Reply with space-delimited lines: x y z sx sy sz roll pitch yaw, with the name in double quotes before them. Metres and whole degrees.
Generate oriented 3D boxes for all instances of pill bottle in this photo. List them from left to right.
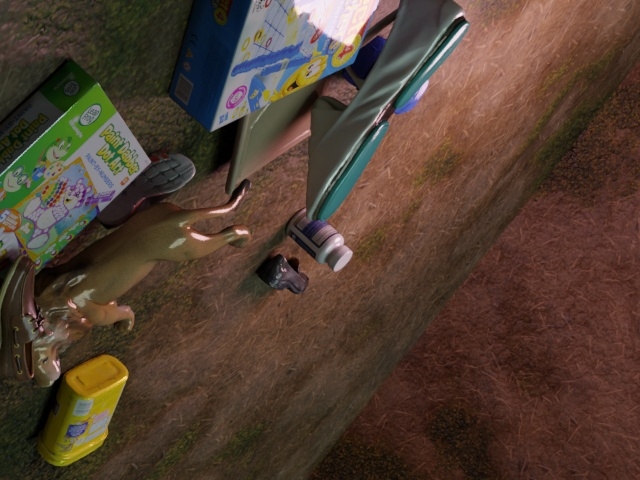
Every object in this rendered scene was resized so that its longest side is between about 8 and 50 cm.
"pill bottle" 0.000 0.000 2.385 0.067 0.120 0.067 -41 161 -18

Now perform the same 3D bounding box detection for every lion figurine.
"lion figurine" -0.273 0.035 1.779 0.392 0.142 0.240 -44 165 8

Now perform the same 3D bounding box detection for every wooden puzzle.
"wooden puzzle" -0.062 -0.202 1.976 0.239 0.044 0.221 -42 161 -35

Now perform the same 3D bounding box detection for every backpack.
"backpack" 0.104 -0.261 2.094 0.098 0.120 0.101 -54 161 21

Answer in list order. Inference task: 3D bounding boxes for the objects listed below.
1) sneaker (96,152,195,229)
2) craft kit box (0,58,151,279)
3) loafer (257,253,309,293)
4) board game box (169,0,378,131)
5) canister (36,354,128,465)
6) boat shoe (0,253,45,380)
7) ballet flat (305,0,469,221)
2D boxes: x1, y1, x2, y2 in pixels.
"sneaker" -0.248 -0.068 1.815 0.158 0.061 0.065 -30 167 -18
"craft kit box" -0.340 -0.073 1.592 0.246 0.061 0.250 -48 162 -8
"loafer" -0.057 0.062 2.483 0.061 0.062 0.170 -56 162 8
"board game box" -0.034 -0.326 1.709 0.302 0.086 0.308 -31 155 -40
"canister" -0.393 0.280 2.150 0.126 0.073 0.170 -26 150 -48
"boat shoe" -0.375 0.099 1.631 0.064 0.060 0.178 -67 174 -63
"ballet flat" 0.068 -0.218 2.004 0.400 0.139 0.139 -54 161 11
